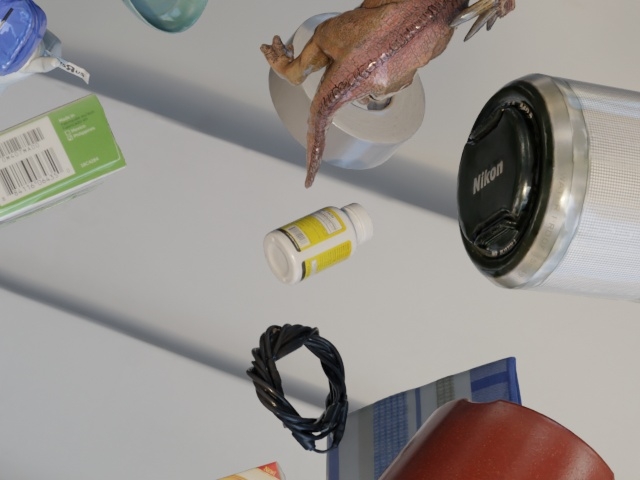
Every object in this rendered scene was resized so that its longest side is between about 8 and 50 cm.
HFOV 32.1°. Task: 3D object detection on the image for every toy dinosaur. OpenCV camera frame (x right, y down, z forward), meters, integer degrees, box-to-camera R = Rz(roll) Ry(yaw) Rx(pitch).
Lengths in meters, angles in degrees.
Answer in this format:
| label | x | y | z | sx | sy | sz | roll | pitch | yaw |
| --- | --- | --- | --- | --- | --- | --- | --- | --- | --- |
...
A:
| label | x | y | z | sx | sy | sz | roll | pitch | yaw |
| --- | --- | --- | --- | --- | --- | --- | --- | --- | --- |
| toy dinosaur | 0.069 | -0.176 | 0.918 | 0.296 | 0.127 | 0.200 | -51 | -153 | -6 |

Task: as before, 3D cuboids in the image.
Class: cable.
| label | x | y | z | sx | sy | sz | roll | pitch | yaw |
| --- | --- | --- | --- | --- | --- | --- | --- | --- | --- |
| cable | -0.027 | 0.173 | 1.391 | 0.047 | 0.150 | 0.184 | -43 | -161 | 32 |

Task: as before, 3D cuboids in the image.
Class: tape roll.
| label | x | y | z | sx | sy | sz | roll | pitch | yaw |
| --- | --- | --- | --- | --- | --- | --- | --- | --- | --- |
| tape roll | 0.039 | -0.211 | 1.556 | 0.072 | 0.219 | 0.219 | -43 | -165 | 47 |

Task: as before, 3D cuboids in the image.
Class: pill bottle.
| label | x | y | z | sx | sy | sz | roll | pitch | yaw |
| --- | --- | --- | --- | --- | --- | --- | --- | --- | --- |
| pill bottle | 0.000 | 0.000 | 1.237 | 0.116 | 0.065 | 0.065 | -24 | 145 | -28 |

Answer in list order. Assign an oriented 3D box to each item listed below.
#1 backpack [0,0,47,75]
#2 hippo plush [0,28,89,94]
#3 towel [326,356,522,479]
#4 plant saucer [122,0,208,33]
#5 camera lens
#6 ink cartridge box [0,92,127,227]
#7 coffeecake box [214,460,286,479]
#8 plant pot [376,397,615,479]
| label | x | y | z | sx | sy | sz | roll | pitch | yaw |
| --- | --- | --- | --- | --- | --- | --- | --- | --- | --- |
| backpack | -0.340 | -0.217 | 1.091 | 0.098 | 0.120 | 0.101 | -54 | -175 | 10 |
| hippo plush | -0.531 | -0.252 | 1.734 | 0.236 | 0.294 | 0.234 | -52 | 169 | 6 |
| towel | 0.126 | 0.273 | 1.365 | 0.034 | 0.285 | 0.209 | 41 | 35 | -40 |
| plant saucer | -0.238 | -0.453 | 1.578 | 0.317 | 0.043 | 0.318 | 2 | 90 | -68 |
| camera lens | 0.295 | -0.049 | 1.152 | 0.219 | 0.274 | 0.219 | -173 | -90 | -72 |
| ink cartridge box | -0.233 | -0.058 | 0.915 | 0.109 | 0.062 | 0.209 | -25 | -175 | -16 |
| coffeecake box | -0.128 | 0.416 | 1.586 | 0.068 | 0.185 | 0.142 | 71 | 1 | -59 |
| plant pot | 0.115 | 0.289 | 0.923 | 0.265 | 0.272 | 0.272 | -49 | 160 | -38 |
